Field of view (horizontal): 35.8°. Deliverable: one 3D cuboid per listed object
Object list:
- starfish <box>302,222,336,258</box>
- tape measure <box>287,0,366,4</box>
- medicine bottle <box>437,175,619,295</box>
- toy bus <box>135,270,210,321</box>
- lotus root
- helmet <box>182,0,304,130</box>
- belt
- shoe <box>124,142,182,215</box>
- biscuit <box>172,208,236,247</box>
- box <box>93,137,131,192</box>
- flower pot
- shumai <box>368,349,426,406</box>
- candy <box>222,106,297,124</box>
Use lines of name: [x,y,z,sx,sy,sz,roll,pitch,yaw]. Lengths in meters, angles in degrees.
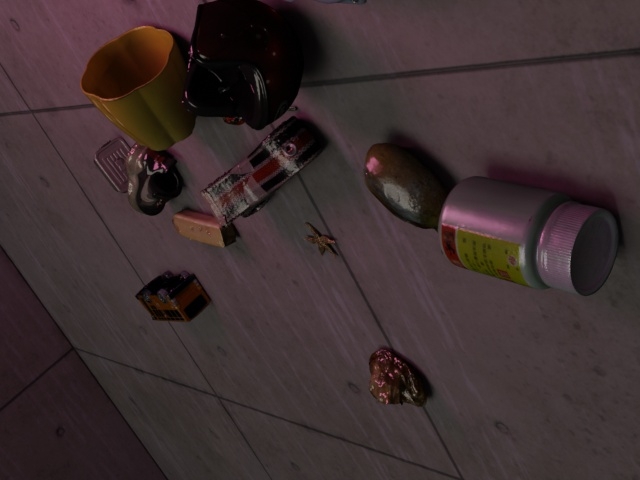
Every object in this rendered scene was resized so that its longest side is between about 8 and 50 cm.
starfish: [0.000,0.000,1.933,0.092,0.016,0.086,52,150,-2]
tape measure: [-0.002,-0.404,1.328,0.182,0.107,0.181,19,148,46]
medicine bottle: [0.288,-0.007,1.393,0.225,0.139,0.139,16,139,44]
toy bus: [-0.382,0.149,2.560,0.201,0.098,0.114,-5,122,54]
lotus root: [0.145,-0.075,1.560,0.192,0.088,0.113,41,167,9]
helmet: [-0.125,-0.280,1.558,0.216,0.193,0.189,54,157,11]
belt: [-0.110,-0.122,1.831,0.094,0.126,0.359,58,146,0]
shoe: [-0.361,-0.125,2.192,0.112,0.099,0.227,26,145,22]
biscuit: [-0.262,-0.030,2.217,0.188,0.052,0.056,15,122,45]
box: [-0.468,-0.170,2.293,0.122,0.084,0.069,55,158,-11]
flower pot: [-0.325,-0.276,1.869,0.195,0.195,0.179,24,157,37]
shumai: [0.143,0.293,2.036,0.123,0.105,0.139,99,148,-60]
candy: [-0.110,-0.233,1.769,0.184,0.049,0.055,4,137,42]
